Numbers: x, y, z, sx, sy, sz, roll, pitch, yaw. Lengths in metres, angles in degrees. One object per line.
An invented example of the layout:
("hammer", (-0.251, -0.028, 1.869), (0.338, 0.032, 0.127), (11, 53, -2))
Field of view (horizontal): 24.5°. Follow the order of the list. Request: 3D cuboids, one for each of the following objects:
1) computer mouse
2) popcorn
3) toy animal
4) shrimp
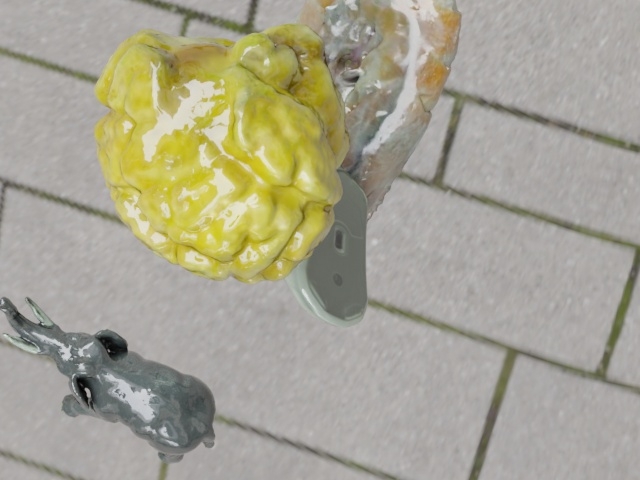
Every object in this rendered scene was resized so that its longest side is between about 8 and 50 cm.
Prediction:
("computer mouse", (0.000, 0.000, 1.359), (0.056, 0.181, 0.089), (-21, 142, 37))
("popcorn", (-0.068, -0.074, 1.175), (0.226, 0.203, 0.200), (16, 108, 41))
("toy animal", (-0.214, 0.136, 1.465), (0.269, 0.082, 0.137), (33, 158, -15))
("shrimp", (0.027, -0.131, 1.431), (0.164, 0.062, 0.317), (26, 107, 20))
